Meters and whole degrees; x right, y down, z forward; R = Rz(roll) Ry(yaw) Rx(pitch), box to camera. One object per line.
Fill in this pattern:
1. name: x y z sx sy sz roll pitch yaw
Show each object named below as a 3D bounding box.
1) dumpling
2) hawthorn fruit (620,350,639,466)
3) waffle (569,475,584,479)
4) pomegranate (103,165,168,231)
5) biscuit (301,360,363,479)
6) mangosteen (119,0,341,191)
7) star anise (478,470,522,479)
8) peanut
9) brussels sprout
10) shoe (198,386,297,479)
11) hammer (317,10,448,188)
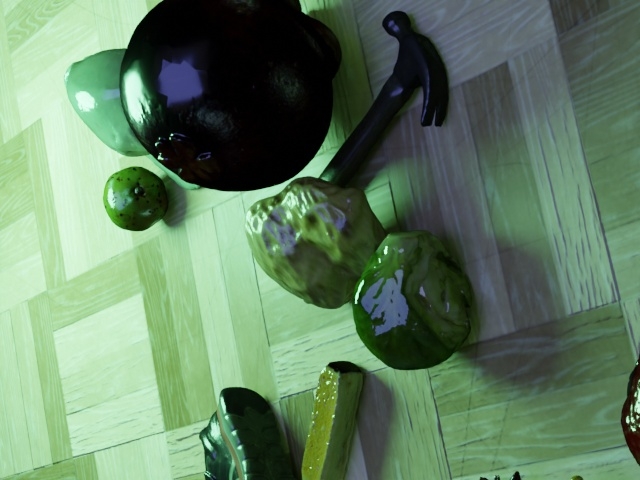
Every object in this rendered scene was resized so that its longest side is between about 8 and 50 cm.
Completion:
1. dumpling: -0.264 -0.223 2.092 0.212 0.270 0.321 -54 25 8
2. hawthorn fruit: 0.428 0.183 1.285 0.266 0.230 0.210 35 82 20
3. waffle: 0.324 0.409 1.499 0.245 0.052 0.254 36 120 28
4. pomegranate: -0.322 -0.067 2.228 0.142 0.114 0.115 146 116 -71
5. biscuit: 0.019 0.268 1.872 0.052 0.056 0.188 25 109 44
6. mangosteen: -0.116 -0.235 1.825 0.306 0.307 0.347 -18 36 48
7. star anise: 0.239 0.367 1.622 0.168 0.057 0.168 21 118 45
8. peanut: 0.000 0.000 1.811 0.197 0.110 0.233 48 131 -8
9. brussels sprout: 0.111 0.081 1.699 0.145 0.131 0.183 -26 77 41
10. shoe: -0.115 0.373 1.985 0.137 0.114 0.291 -44 57 35
11. hammer: 0.038 -0.114 1.846 0.440 0.044 0.168 -53 52 37
